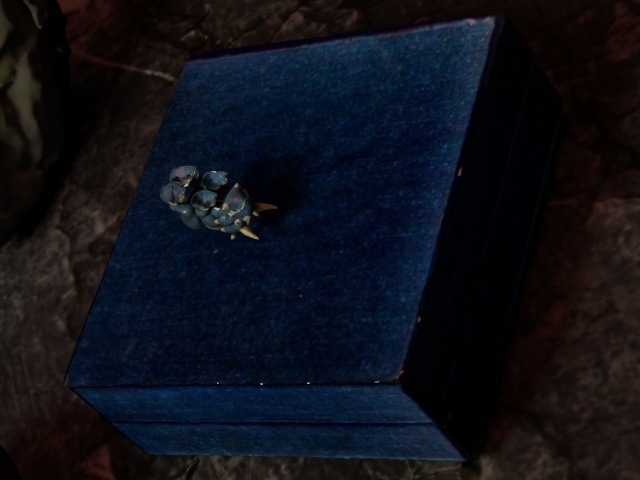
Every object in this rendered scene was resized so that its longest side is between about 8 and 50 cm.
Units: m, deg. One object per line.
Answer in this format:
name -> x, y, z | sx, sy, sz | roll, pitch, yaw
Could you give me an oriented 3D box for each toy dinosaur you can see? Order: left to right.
toy dinosaur -> -0.069, -0.022, 1.163 | 0.083, 0.047, 0.030 | 11, 62, 36

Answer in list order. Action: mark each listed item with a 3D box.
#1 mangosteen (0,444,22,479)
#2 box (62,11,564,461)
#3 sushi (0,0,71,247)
mangosteen -> -0.255, 0.203, 1.195 | 0.166, 0.180, 0.166 | -43, 18, 17
box -> 0.000, 0.000, 1.208 | 0.261, 0.116, 0.279 | -4, 56, 34
sushi -> -0.375, -0.123, 1.426 | 0.294, 0.281, 0.299 | 5, 30, 39
